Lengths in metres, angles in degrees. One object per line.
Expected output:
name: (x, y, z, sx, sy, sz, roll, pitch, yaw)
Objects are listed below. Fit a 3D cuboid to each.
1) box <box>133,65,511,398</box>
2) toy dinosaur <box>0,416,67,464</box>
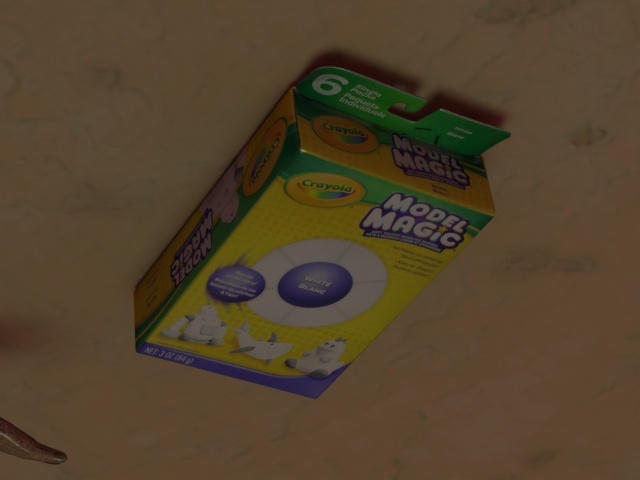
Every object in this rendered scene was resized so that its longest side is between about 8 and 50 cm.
box: (0.000, 0.000, 0.692, 0.105, 0.043, 0.179, 17, 132, -26)
toy dinosaur: (-0.280, 0.095, 0.708, 0.296, 0.127, 0.200, -2, 148, -25)
